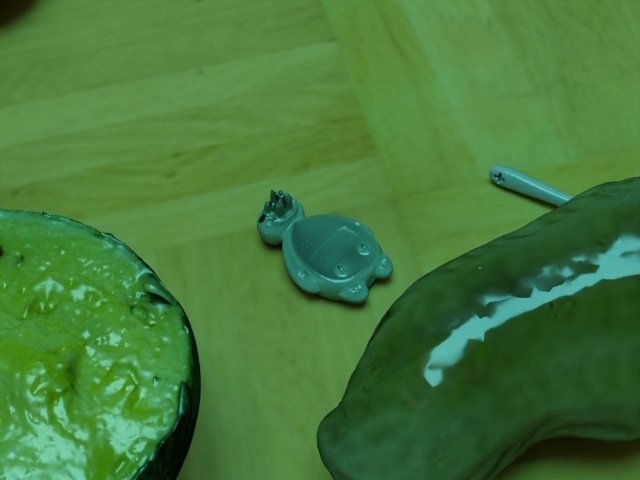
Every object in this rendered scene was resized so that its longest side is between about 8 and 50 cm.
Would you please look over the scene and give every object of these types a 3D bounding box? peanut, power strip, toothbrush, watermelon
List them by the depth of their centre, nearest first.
[{"bbox_3d":[-0.168,0.087,0.587,0.232,0.127,0.204,7,52,7],"label":"watermelon"},{"bbox_3d":[0.107,0.053,0.613,0.236,0.120,0.110,-31,20,-14],"label":"peanut"},{"bbox_3d":[0.000,0.000,0.708,0.083,0.035,0.055,34,60,24],"label":"power strip"},{"bbox_3d":[0.170,-0.012,0.721,0.162,0.014,0.017,24,37,22],"label":"toothbrush"}]
